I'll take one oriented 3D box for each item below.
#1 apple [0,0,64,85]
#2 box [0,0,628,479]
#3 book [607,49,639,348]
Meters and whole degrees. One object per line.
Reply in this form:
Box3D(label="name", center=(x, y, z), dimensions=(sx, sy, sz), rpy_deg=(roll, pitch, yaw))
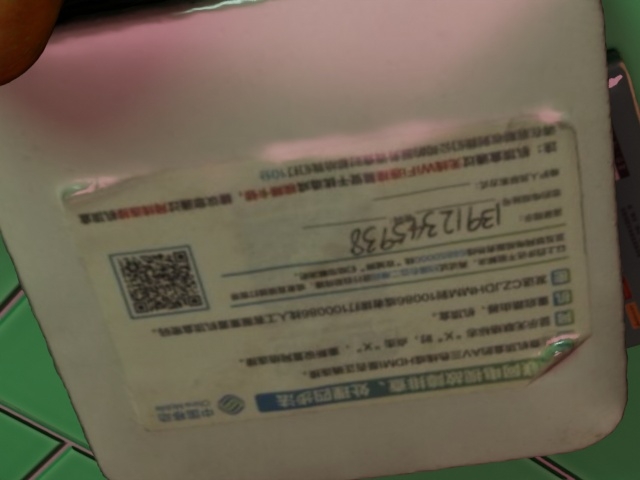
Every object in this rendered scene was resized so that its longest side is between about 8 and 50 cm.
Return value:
Box3D(label="apple", center=(-0.207, -0.209, 0.596), dimensions=(0.226, 0.246, 0.246), rpy_deg=(30, 122, -13))
Box3D(label="box", center=(-0.001, 0.000, 0.808), dimensions=(0.395, 0.111, 0.397), rpy_deg=(-8, 124, 7))
Box3D(label="book", center=(0.081, 0.030, 0.918), dimensions=(0.379, 0.031, 0.264), rpy_deg=(-19, 125, 13))
